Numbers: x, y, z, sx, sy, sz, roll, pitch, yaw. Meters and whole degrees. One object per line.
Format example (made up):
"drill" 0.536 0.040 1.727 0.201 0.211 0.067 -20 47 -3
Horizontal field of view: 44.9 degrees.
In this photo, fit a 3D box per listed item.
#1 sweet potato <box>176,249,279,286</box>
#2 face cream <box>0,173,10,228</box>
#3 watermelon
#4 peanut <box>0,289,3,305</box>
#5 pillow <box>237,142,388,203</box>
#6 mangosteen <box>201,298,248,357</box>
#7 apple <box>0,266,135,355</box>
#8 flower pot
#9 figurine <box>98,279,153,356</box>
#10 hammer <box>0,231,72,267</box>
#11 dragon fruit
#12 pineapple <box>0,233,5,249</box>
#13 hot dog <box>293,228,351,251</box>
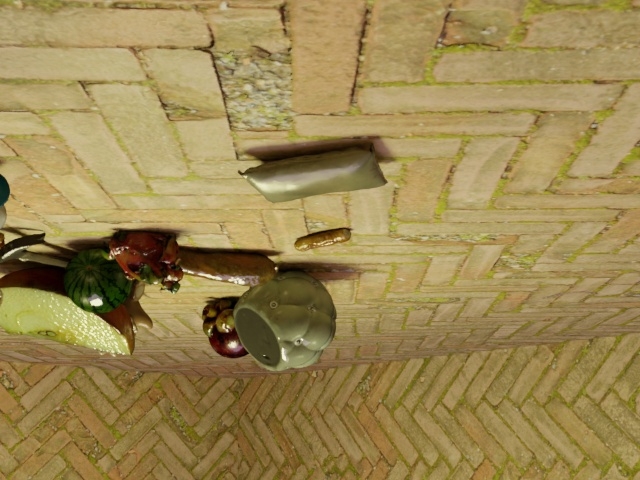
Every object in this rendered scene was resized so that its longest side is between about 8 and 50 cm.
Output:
"sweet potato" -0.227 0.054 1.680 0.274 0.075 0.075 8 163 -15
"face cream" -0.607 -0.045 1.269 0.163 0.080 0.337 15 159 -43
"watermelon" -0.467 0.089 1.655 0.141 0.140 0.187 -2 162 5
"peanut" -0.733 0.055 1.447 0.290 0.130 0.130 38 149 -20
"pillow" -0.009 -0.096 1.162 0.208 0.053 0.119 -8 165 15
"mangosteen" -0.256 0.243 2.207 0.200 0.199 0.200 -1 165 0
"apple" -0.591 0.154 1.783 0.346 0.179 0.254 13 -174 0
"flower pot" -0.080 0.188 1.856 0.195 0.246 0.246 -29 -175 -38
"figurine" -0.528 0.208 2.009 0.247 0.177 0.173 -15 142 21
"hammer" -0.563 0.041 1.630 0.125 0.027 0.297 -31 163 9
"dragon fruit" -0.346 0.034 1.546 0.142 0.175 0.138 -48 152 20
"pineapple" -0.690 0.009 1.526 0.114 0.077 0.114 -42 139 12
"hot dog" 0.000 0.001 1.565 0.137 0.028 0.044 -10 155 36
